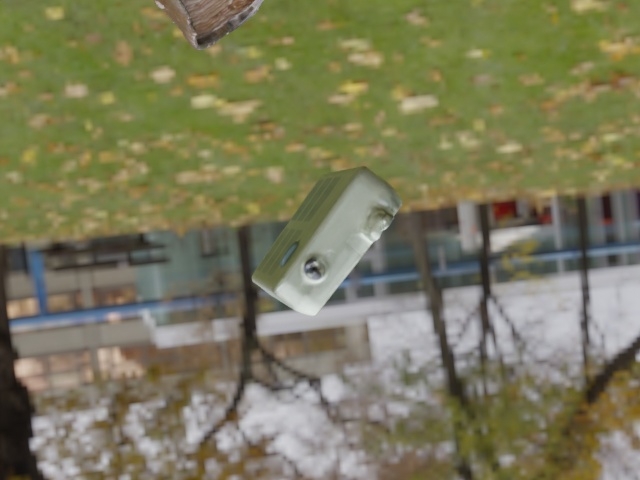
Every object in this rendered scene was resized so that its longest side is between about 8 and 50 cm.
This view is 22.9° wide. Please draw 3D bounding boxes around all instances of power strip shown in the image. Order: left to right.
[{"bbox_3d":[0.000,0.000,1.274,0.118,0.046,0.270,-52,-174,-3],"label":"power strip"}]

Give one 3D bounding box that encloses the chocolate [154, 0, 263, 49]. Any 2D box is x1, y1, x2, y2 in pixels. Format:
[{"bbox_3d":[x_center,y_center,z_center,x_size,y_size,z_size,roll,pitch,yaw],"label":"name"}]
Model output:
[{"bbox_3d":[-0.066,-0.228,1.081,0.148,0.093,0.214,-38,172,-6],"label":"chocolate"}]
